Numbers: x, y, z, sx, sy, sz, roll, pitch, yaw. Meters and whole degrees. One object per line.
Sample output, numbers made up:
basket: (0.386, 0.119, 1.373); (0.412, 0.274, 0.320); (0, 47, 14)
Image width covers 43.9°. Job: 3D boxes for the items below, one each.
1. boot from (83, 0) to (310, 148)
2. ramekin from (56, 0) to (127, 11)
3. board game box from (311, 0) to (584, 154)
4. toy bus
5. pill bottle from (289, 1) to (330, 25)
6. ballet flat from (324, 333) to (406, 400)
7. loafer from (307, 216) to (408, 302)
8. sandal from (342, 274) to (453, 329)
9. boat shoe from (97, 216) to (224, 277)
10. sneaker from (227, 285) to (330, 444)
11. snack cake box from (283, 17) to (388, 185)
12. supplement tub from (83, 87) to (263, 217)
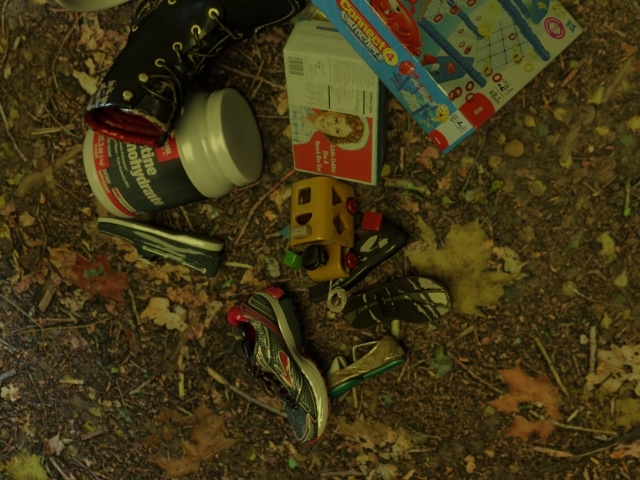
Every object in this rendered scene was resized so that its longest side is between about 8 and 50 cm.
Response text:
boot: (-0.204, -0.292, 1.245); (0.377, 0.138, 0.284); (6, 64, 38)
ramekin: (-0.349, -0.515, 1.299); (0.277, 0.277, 0.135); (-37, 86, 21)
board game box: (0.195, -0.335, 1.181); (0.302, 0.308, 0.086); (49, 151, -2)
toy bus: (-0.004, -0.011, 1.379); (0.191, 0.104, 0.202); (-56, 49, 14)
pill bottle: (0.005, -0.390, 1.310); (0.208, 0.117, 0.117); (41, 111, 1)
ballet flat: (0.066, 0.239, 1.501); (0.206, 0.073, 0.067); (-31, 69, 18)
loafer: (0.057, 0.033, 1.440); (0.220, 0.080, 0.078); (-38, 80, 16)
sandal: (0.141, 0.112, 1.445); (0.219, 0.060, 0.090); (-19, 93, 34)
boat shoe: (-0.311, 0.010, 1.524); (0.254, 0.095, 0.079); (13, 97, 3)
sneaker: (-0.081, 0.240, 1.478); (0.121, 0.112, 0.299); (-30, 82, 52)
snack cake box: (0.031, -0.220, 1.295); (0.152, 0.089, 0.264); (11, 142, 11)
supplement tub: (-0.259, -0.155, 1.409); (0.272, 0.191, 0.191); (-12, 101, 19)
